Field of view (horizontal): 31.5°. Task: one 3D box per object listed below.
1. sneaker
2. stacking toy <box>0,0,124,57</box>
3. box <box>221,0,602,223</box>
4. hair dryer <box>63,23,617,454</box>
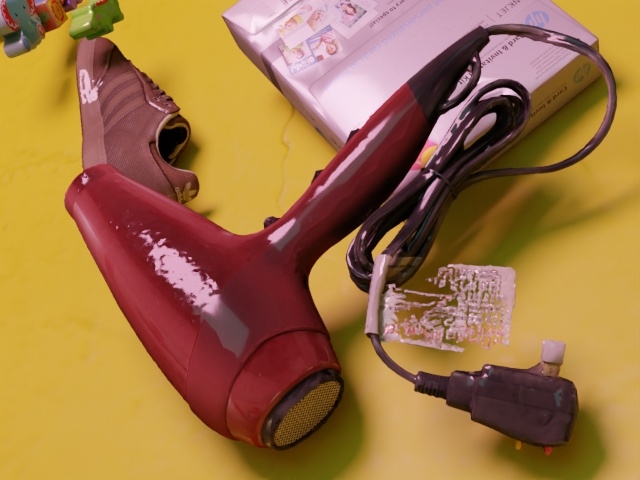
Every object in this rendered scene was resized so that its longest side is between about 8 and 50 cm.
[{"bbox_3d":[-0.124,-0.075,0.758,0.071,0.066,0.188,-5,43,-10],"label":"sneaker"},{"bbox_3d":[-0.213,-0.179,0.845,0.167,0.052,0.221,-17,27,17],"label":"stacking toy"},{"bbox_3d":[0.050,-0.117,0.675,0.145,0.038,0.186,-39,57,-5],"label":"box"},{"bbox_3d":[0.000,0.000,0.591,0.294,0.080,0.223,2,63,15],"label":"hair dryer"}]
